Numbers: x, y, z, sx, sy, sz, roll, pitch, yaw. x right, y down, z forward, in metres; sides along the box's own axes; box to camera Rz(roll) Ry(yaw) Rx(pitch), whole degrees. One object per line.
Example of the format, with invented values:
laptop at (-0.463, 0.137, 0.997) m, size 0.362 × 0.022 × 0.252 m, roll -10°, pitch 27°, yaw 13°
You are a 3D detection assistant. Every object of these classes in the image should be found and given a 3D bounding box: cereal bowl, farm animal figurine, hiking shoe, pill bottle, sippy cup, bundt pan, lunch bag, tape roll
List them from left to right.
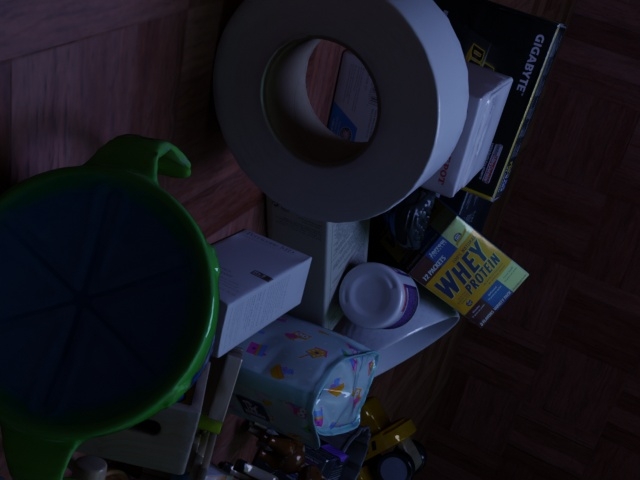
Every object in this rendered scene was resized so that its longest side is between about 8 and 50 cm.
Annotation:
sippy cup at (-0.197, 0.072, 0.826) m, size 0.305 × 0.240 × 0.224 m, roll -41°, pitch 168°, yaw -7°
farm animal figurine at (-0.088, 0.469, 1.474) m, size 0.330 × 0.172 × 0.327 m, roll -63°, pitch -168°, yaw -6°
lunch bag at (-0.058, 0.204, 1.320) m, size 0.262 × 0.223 × 0.160 m, roll 4°, pitch 104°, yaw -69°
bundt pan at (-0.012, 0.556, 2.027) m, size 0.331 × 0.124 × 0.330 m, roll -54°, pitch 158°, yaw -34°
tape roll at (0.021, -0.168, 0.996) m, size 0.100 × 0.286 × 0.286 m, roll -36°, pitch 145°, yaw -54°
cereal bowl at (0.097, 0.178, 1.729) m, size 0.339 × 0.141 × 0.339 m, roll -26°, pitch 163°, yaw -8°
pill bottle at (0.106, 0.096, 1.471) m, size 0.108 × 0.108 × 0.193 m, roll -67°, pitch 162°, yaw 1°
hiking shoe at (0.114, -0.060, 1.465) m, size 0.304 × 0.132 × 0.113 m, roll -81°, pitch -174°, yaw -80°

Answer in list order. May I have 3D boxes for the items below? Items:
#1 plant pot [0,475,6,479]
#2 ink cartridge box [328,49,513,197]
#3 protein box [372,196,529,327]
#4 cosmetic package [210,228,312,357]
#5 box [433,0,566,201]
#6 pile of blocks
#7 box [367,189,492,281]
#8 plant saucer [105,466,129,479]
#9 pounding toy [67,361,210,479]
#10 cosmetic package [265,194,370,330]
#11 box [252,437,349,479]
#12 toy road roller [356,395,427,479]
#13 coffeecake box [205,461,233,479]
plant pot at (-0.335, 0.399, 0.851) m, size 0.290 × 0.195 × 0.290 m, roll -53°, pitch 157°, yaw -34°
ink cartridge box at (0.157, -0.205, 1.398) m, size 0.168 × 0.233 × 0.171 m, roll -38°, pitch 147°, yaw -54°
protein box at (0.239, 0.023, 1.630) m, size 0.136 × 0.201 × 0.200 m, roll -51°, pitch -154°, yaw 8°
cosmetic package at (-0.116, 0.063, 1.164) m, size 0.231 × 0.117 × 0.085 m, roll -33°, pitch 141°, yaw -60°
box at (0.251, -0.266, 1.545) m, size 0.079 × 0.257 × 0.321 m, roll -20°, pitch 132°, yaw -64°
pile of blocks at (-0.204, 0.282, 1.164) m, size 0.149 × 0.113 × 0.362 m, roll -84°, pitch -168°, yaw -67°
box at (0.262, -0.105, 1.890) m, size 0.312 × 0.179 × 0.343 m, roll -19°, pitch 131°, yaw -64°
plant saucer at (-0.319, 0.378, 1.116) m, size 0.200 × 0.037 × 0.200 m, roll -54°, pitch 159°, yaw -33°
pounding toy at (-0.225, 0.187, 0.954) m, size 0.206 × 0.181 × 0.094 m, roll -96°, pitch -158°, yaw -72°
cosmetic package at (0.000, 0.000, 1.409) m, size 0.160 × 0.113 × 0.309 m, roll -52°, pitch 158°, yaw -37°
box at (-0.076, 0.534, 1.793) m, size 0.270 × 0.143 × 0.165 m, roll -65°, pitch 159°, yaw -1°
toy road roller at (0.108, 0.568, 2.334) m, size 0.330 × 0.240 × 0.202 m, roll -31°, pitch 169°, yaw 16°
coffeecake box at (-0.225, 0.419, 1.370) m, size 0.142 × 0.068 × 0.185 m, roll -62°, pitch 161°, yaw -6°
